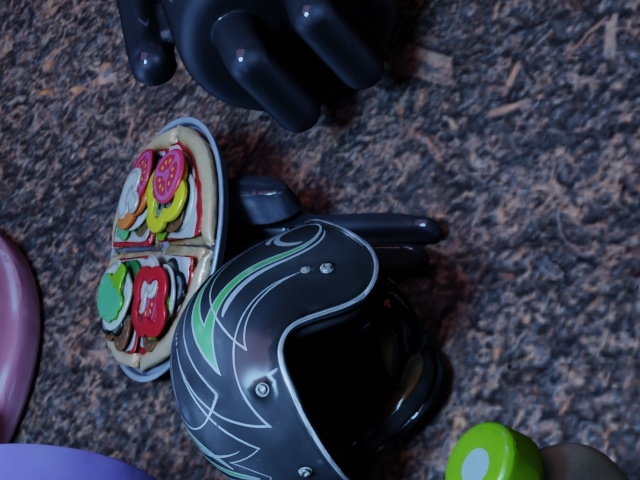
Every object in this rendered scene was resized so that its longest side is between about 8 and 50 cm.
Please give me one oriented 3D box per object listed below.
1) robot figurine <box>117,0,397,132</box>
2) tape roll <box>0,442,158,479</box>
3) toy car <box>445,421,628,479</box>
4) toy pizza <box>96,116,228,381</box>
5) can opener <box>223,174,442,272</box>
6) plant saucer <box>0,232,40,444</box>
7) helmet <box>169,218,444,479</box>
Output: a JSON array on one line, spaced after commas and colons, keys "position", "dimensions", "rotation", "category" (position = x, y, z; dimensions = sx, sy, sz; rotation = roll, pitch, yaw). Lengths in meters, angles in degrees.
[{"position": [-0.044, -0.212, 1.387], "dimensions": [0.209, 0.174, 0.278], "rotation": [-6, 46, -15], "category": "robot figurine"}, {"position": [-0.192, 0.212, 1.233], "dimensions": [0.189, 0.189, 0.080], "rotation": [-20, 53, 31], "category": "tape roll"}, {"position": [0.090, 0.202, 1.035], "dimensions": [0.188, 0.155, 0.149], "rotation": [-26, 48, 43], "category": "toy car"}, {"position": [-0.125, 0.005, 1.365], "dimensions": [0.201, 0.032, 0.201], "rotation": [-32, 52, 54], "category": "toy pizza"}, {"position": [0.000, 0.000, 1.301], "dimensions": [0.186, 0.073, 0.059], "rotation": [10, 62, 34], "category": "can opener"}, {"position": [-0.380, 0.119, 1.535], "dimensions": [0.332, 0.084, 0.332], "rotation": [-22, 51, 30], "category": "plant saucer"}, {"position": [-0.018, 0.083, 1.186], "dimensions": [0.161, 0.169, 0.169], "rotation": [-45, 41, -14], "category": "helmet"}]
